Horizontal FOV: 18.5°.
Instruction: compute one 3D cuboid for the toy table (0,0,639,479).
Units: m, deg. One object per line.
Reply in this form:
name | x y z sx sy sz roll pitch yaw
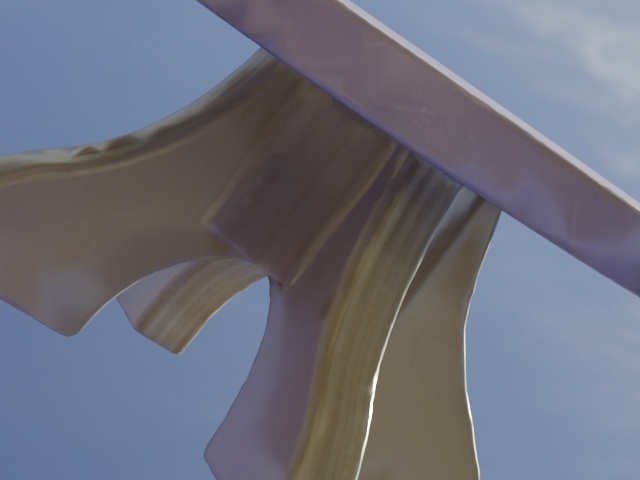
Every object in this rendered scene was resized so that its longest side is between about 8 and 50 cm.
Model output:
toy table | 0.000 0.000 0.729 0.274 0.161 0.252 34 -173 -14
